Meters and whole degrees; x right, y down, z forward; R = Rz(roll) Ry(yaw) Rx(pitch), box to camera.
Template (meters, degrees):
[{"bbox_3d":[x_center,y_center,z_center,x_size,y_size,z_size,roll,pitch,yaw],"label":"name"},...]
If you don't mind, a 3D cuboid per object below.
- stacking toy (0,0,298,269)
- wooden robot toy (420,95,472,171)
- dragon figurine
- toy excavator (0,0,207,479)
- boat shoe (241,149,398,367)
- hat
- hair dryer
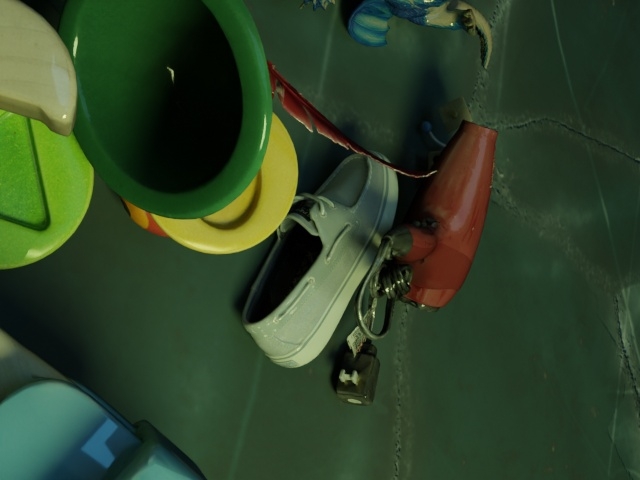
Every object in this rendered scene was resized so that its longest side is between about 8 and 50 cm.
[{"bbox_3d":[-0.187,-0.123,0.862,0.280,0.130,0.308,-15,97,-20],"label":"stacking toy"},{"bbox_3d":[0.151,-0.060,1.216,0.079,0.076,0.173,7,85,-60],"label":"wooden robot toy"},{"bbox_3d":[0.075,-0.238,1.128,0.289,0.144,0.085,16,74,-65],"label":"dragon figurine"},{"bbox_3d":[-0.200,0.128,0.705,0.445,0.222,0.433,42,80,-8],"label":"toy excavator"},{"bbox_3d":[-0.001,0.000,1.036,0.081,0.079,0.227,47,59,-40],"label":"boat shoe"},{"bbox_3d":[-0.057,-0.113,0.819,0.183,0.173,0.208,-28,106,-54],"label":"hat"},{"bbox_3d":[0.104,0.007,1.076,0.223,0.080,0.293,101,13,-59],"label":"hair dryer"}]
